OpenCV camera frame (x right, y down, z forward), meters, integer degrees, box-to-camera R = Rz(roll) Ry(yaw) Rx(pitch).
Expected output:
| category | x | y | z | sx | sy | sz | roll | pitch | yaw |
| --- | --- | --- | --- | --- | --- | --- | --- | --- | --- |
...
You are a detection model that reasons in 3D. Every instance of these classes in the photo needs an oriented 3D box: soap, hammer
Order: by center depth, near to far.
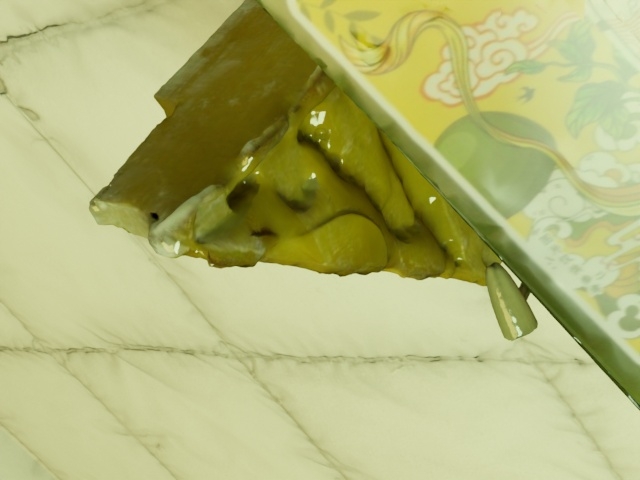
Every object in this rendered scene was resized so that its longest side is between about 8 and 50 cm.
| category | x | y | z | sx | sy | sz | roll | pitch | yaw |
| --- | --- | --- | --- | --- | --- | --- | --- | --- | --- |
| soap | 0.000 | 0.000 | 0.965 | 0.169 | 0.304 | 0.339 | 11 | 143 | 39 |
| hammer | 0.170 | 0.020 | 0.971 | 0.028 | 0.195 | 0.060 | -21 | 99 | 25 |

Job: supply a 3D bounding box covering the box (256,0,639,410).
| category | x | y | z | sx | sy | sz | roll | pitch | yaw |
| --- | --- | --- | --- | --- | --- | --- | --- | --- | --- |
| box | 0.219 | -0.132 | 0.622 | 0.373 | 0.138 | 0.420 | -32 | 112 | 34 |
